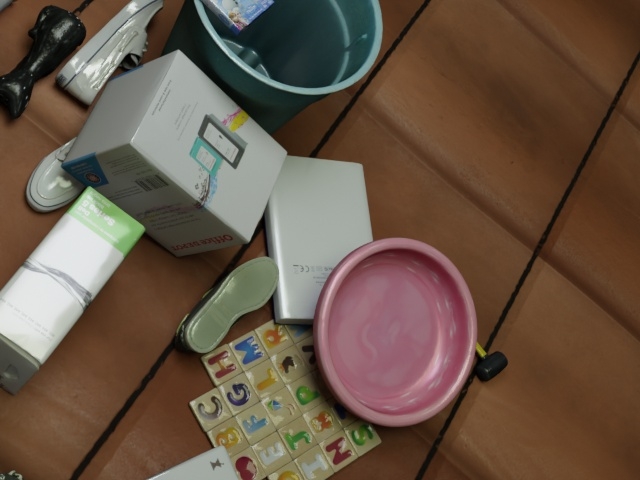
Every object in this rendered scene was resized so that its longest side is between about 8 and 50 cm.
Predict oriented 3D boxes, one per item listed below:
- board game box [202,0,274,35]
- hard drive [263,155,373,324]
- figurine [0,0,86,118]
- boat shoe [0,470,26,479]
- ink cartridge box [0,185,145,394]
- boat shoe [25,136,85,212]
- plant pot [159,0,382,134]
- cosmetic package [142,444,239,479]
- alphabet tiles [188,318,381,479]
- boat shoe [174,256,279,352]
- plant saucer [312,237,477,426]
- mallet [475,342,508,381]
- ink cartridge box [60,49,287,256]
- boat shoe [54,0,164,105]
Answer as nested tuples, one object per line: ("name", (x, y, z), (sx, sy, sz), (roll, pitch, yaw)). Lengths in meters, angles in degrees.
("board game box", (-0.132, -0.376, 1.599), (0.090, 0.020, 0.090), (44, 57, -4))
("hard drive", (0.000, 0.000, 1.897), (0.210, 0.040, 0.318), (4, 67, -27))
("figurine", (-0.540, -0.335, 1.732), (0.215, 0.092, 0.209), (34, 62, -11))
("boat shoe", (-0.460, 0.373, 1.492), (0.070, 0.078, 0.219), (-42, 100, -33))
("ink cartridge box", (-0.408, 0.078, 1.560), (0.115, 0.198, 0.272), (39, 57, -9))
("boat shoe", (-0.405, -0.140, 1.724), (0.083, 0.076, 0.226), (41, 57, -7))
("plant pot", (-0.121, -0.333, 1.799), (0.341, 0.334, 0.341), (11, 65, -24))
("cosmetic package", (-0.210, 0.416, 1.537), (0.152, 0.184, 0.151), (-19, 79, -32))
("alphabet tiles", (-0.048, 0.279, 1.783), (0.343, 0.011, 0.285), (-26, 84, -33))
("boat shoe", (-0.162, 0.108, 1.756), (0.228, 0.069, 0.081), (-43, 105, -34))
("plant saucer", (0.124, 0.161, 1.827), (0.332, 0.084, 0.332), (1, 87, -29))
("mallet", (0.279, 0.188, 1.983), (0.189, 0.039, 0.062), (47, 59, 2))
("ink cartridge box", (-0.234, -0.133, 1.691), (0.270, 0.198, 0.197), (42, 54, -33))
("boat shoe", (-0.352, -0.344, 1.826), (0.088, 0.096, 0.267), (44, 58, -11))
